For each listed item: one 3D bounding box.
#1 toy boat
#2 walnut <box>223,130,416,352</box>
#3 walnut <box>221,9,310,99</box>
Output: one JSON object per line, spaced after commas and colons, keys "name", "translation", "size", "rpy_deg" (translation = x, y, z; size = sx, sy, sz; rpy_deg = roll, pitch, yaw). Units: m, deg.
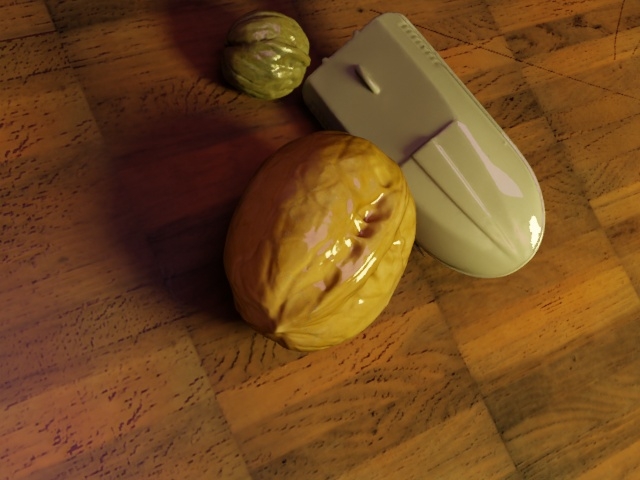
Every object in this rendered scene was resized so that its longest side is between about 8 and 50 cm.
{"name": "toy boat", "translation": [0.106, -0.085, 0.938], "size": [0.141, 0.141, 0.269], "rpy_deg": [-40, 90, -32]}
{"name": "walnut", "translation": [0.000, 0.000, 0.833], "size": [0.159, 0.159, 0.206], "rpy_deg": [35, 54, -9]}
{"name": "walnut", "translation": [-0.052, -0.176, 0.919], "size": [0.092, 0.092, 0.092], "rpy_deg": [10, 66, -23]}
